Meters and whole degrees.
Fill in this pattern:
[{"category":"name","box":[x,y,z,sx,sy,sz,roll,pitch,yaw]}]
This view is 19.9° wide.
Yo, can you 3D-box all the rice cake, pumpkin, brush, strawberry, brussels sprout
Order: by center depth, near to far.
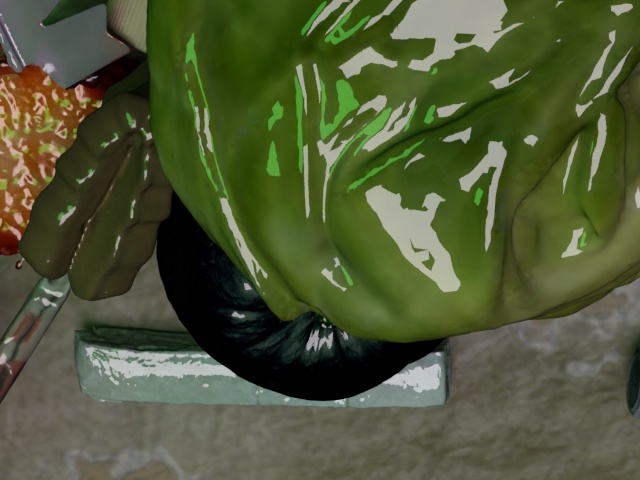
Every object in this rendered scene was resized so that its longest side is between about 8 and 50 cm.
[{"category":"brussels sprout","box":[0.070,-0.094,0.877,0.328,0.247,0.328,1,111,2]},{"category":"brush","box":[-0.151,0.027,1.052,0.071,0.084,0.301,30,118,-7]},{"category":"pumpkin","box":[0.000,0.000,1.081,0.202,0.140,0.202,-3,128,-4]},{"category":"strawberry","box":[-0.161,-0.058,1.094,0.145,0.086,0.145,1,116,3]},{"category":"rice cake","box":[-0.038,0.083,1.178,0.245,0.042,0.045,2,106,3]}]

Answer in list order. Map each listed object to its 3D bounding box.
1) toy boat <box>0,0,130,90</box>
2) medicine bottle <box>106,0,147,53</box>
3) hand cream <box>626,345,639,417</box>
[{"category":"toy boat","box":[-0.185,-0.235,0.944,0.219,0.072,0.318,-36,101,34]},{"category":"medicine bottle","box":[-0.048,-0.218,0.988,0.114,0.114,0.252,22,117,-6]},{"category":"hand cream","box":[0.332,0.104,1.150,0.276,0.059,0.095,7,116,-4]}]
